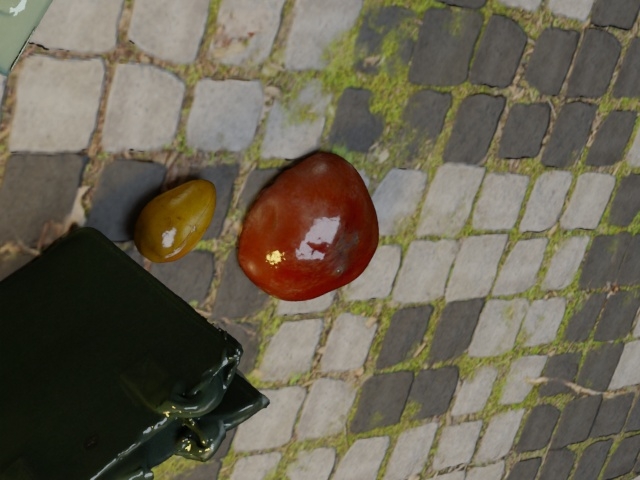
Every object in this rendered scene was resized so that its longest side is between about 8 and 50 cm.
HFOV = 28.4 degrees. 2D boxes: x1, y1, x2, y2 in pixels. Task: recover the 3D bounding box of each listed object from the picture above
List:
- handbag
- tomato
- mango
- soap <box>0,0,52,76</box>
[{"bbox_3d":[-0.203,0.121,0.948,0.247,0.260,0.079,-37,131,-18],"label":"handbag"},{"bbox_3d":[0.000,0.000,1.202,0.156,0.069,0.155,-22,129,-30],"label":"tomato"},{"bbox_3d":[-0.123,-0.019,1.093,0.089,0.046,0.060,-48,138,-15],"label":"mango"},{"bbox_3d":[-0.216,-0.223,0.859,0.114,0.063,0.198,26,96,-47],"label":"soap"}]
